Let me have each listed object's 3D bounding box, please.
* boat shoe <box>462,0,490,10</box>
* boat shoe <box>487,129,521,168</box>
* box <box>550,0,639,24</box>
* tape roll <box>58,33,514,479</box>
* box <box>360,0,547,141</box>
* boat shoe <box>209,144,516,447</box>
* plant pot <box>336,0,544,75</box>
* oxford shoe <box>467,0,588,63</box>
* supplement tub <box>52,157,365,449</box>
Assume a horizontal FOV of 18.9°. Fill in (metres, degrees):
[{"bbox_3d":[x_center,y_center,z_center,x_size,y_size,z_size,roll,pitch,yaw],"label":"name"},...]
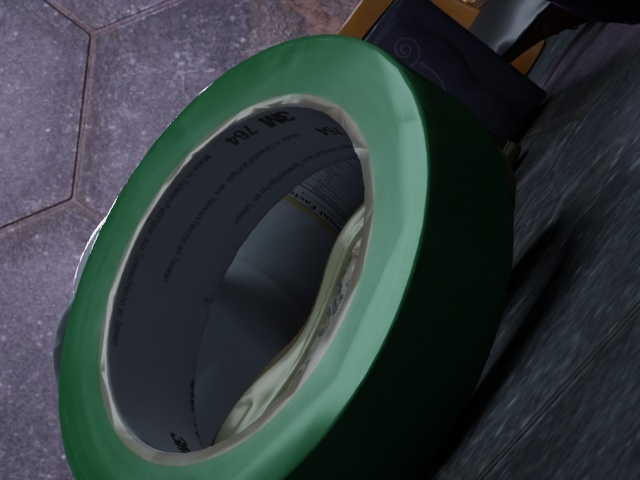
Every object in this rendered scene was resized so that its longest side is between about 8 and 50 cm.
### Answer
[{"bbox_3d":[0.247,-0.319,2.185,0.305,0.091,0.109,-44,6,24],"label":"boat shoe"},{"bbox_3d":[0.111,-0.039,1.630,0.152,0.049,0.056,-51,3,33],"label":"boat shoe"},{"bbox_3d":[0.129,-0.484,1.556,0.297,0.480,0.472,-81,16,-82],"label":"box"},{"bbox_3d":[-0.029,0.035,1.153,0.321,0.077,0.321,-29,47,36],"label":"tape roll"},{"bbox_3d":[0.080,-0.110,1.811,0.143,0.165,0.270,-53,3,-10],"label":"box"},{"bbox_3d":[0.043,0.066,1.204,0.285,0.104,0.089,-58,40,5],"label":"boat shoe"},{"bbox_3d":[0.110,-0.195,2.113,0.205,0.188,0.205,-53,3,4],"label":"plant pot"},{"bbox_3d":[0.215,-0.214,1.824,0.212,0.076,0.076,-40,42,26],"label":"oxford shoe"},{"bbox_3d":[-0.046,0.025,1.490,0.241,0.241,0.331,-51,4,35],"label":"supplement tub"}]
